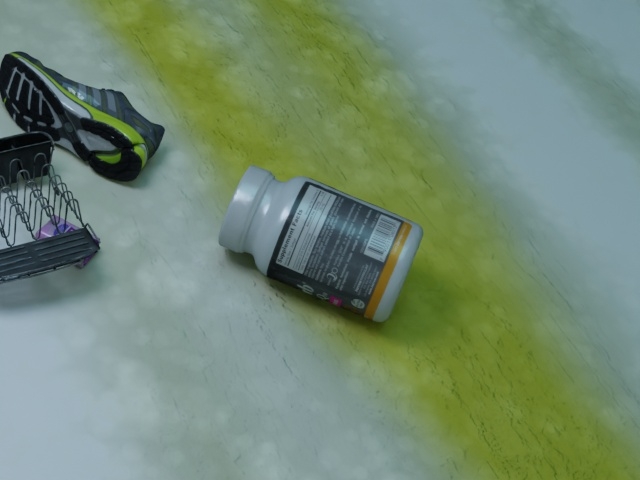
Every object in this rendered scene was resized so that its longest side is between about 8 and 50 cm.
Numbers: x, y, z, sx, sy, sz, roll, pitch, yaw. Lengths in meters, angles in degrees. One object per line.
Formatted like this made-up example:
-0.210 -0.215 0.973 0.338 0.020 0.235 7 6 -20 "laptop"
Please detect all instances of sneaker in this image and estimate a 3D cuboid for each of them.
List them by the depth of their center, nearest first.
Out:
-0.381 -0.205 2.061 0.300 0.111 0.121 36 34 8 "sneaker"

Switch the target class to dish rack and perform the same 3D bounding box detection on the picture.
-0.441 -0.044 1.844 0.208 0.074 0.271 -17 42 -24 "dish rack"

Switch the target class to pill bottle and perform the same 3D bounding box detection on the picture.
0.000 0.000 1.936 0.279 0.162 0.162 23 43 4 "pill bottle"

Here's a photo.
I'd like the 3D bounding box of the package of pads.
-0.368 0.001 1.891 0.083 0.032 0.050 28 46 8 "package of pads"
